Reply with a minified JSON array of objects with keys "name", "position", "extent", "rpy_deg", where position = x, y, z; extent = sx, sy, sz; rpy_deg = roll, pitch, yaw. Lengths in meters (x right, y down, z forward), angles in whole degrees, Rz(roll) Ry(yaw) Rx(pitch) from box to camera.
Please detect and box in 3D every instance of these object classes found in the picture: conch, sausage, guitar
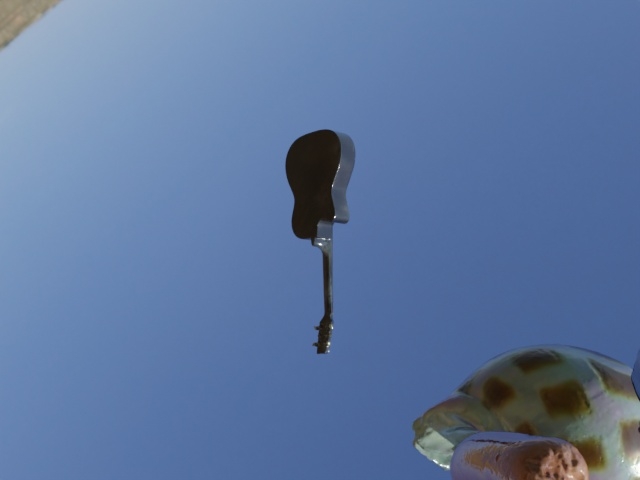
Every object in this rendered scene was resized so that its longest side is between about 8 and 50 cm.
[{"name":"conch","position":[0.314,0.244,0.997],"extent":[0.368,0.249,0.197],"rpy_deg":[25,-124,12]},{"name":"sausage","position":[0.084,0.101,0.350],"extent":[0.034,0.034,0.083],"rpy_deg":[-51,-176,-17]},{"name":"guitar","position":[0.000,0.000,0.830],"extent":[0.088,0.025,0.233],"rpy_deg":[-10,-103,47]}]

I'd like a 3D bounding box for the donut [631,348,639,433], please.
[{"name":"donut","position":[0.289,0.111,0.421],"extent":[0.230,0.096,0.216],"rpy_deg":[0,-170,-9]}]
